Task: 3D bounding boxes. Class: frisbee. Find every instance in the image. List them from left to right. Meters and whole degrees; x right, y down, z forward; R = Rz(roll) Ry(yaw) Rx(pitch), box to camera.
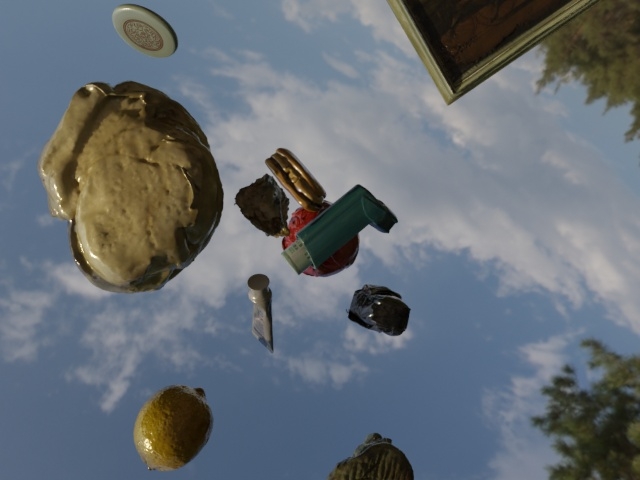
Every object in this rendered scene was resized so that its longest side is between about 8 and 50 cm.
[{"bbox_3d":[-0.289,-0.343,0.839,0.110,0.110,0.014,19,-111,-11],"label":"frisbee"}]

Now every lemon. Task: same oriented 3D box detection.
[{"bbox_3d":[-0.380,0.481,1.314,0.192,0.192,0.231,31,-109,3],"label":"lemon"}]

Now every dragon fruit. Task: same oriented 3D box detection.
[{"bbox_3d":[0.005,-0.005,1.516,0.240,0.252,0.241,-5,-114,10],"label":"dragon fruit"}]

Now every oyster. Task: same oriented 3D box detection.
[{"bbox_3d":[-0.112,-0.070,1.086,0.105,0.056,0.177,-37,-125,-15],"label":"oyster"}]

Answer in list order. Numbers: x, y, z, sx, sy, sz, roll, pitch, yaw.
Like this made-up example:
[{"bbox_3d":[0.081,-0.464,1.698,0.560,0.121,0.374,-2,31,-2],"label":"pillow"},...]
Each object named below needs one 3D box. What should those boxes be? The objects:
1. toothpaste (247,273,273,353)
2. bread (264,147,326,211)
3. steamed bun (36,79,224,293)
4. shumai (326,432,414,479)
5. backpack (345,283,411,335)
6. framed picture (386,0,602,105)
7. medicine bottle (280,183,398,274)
[{"bbox_3d":[-0.159,0.198,1.364,0.061,0.266,0.096,-31,-127,-30],"label":"toothpaste"},{"bbox_3d":[-0.062,-0.167,1.395,0.200,0.077,0.116,50,-171,13],"label":"bread"},{"bbox_3d":[-0.349,-0.101,0.979,0.324,0.230,0.372,-32,-92,-5],"label":"steamed bun"},{"bbox_3d":[0.119,0.654,1.350,0.271,0.204,0.222,-32,-96,-16],"label":"shumai"},{"bbox_3d":[0.143,0.160,1.178,0.119,0.165,0.106,16,-95,-19],"label":"backpack"},{"bbox_3d":[0.196,-0.299,0.546,0.197,0.252,0.014,55,-176,-15],"label":"framed picture"},{"bbox_3d":[0.039,-0.017,1.102,0.258,0.124,0.079,-37,-143,-6],"label":"medicine bottle"}]
